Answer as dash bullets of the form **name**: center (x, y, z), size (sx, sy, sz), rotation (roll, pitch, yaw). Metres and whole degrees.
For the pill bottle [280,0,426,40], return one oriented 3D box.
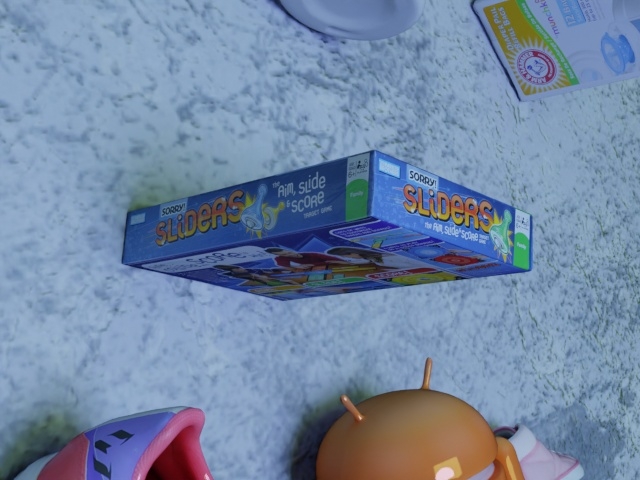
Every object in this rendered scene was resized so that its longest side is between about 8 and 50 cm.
- **pill bottle**: center (0.035, -0.254, 0.715), size (0.108, 0.108, 0.194), rotation (27, 64, -40)

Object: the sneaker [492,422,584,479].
- **sneaker**: center (0.177, 0.183, 0.827), size (0.070, 0.051, 0.134), rotation (60, 23, 16)

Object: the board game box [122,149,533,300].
- **board game box**: center (0.000, 0.000, 0.568), size (0.136, 0.201, 0.035), rotation (17, 71, -44)

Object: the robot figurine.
- **robot figurine**: center (0.070, 0.195, 0.662), size (0.128, 0.158, 0.220), rotation (-59, 136, -85)

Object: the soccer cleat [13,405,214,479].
- **soccer cleat**: center (-0.044, 0.234, 0.476), size (0.318, 0.116, 0.108), rotation (62, 26, 9)

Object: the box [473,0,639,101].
- **box**: center (0.257, -0.211, 0.867), size (0.103, 0.203, 0.114), rotation (-52, 121, -37)
